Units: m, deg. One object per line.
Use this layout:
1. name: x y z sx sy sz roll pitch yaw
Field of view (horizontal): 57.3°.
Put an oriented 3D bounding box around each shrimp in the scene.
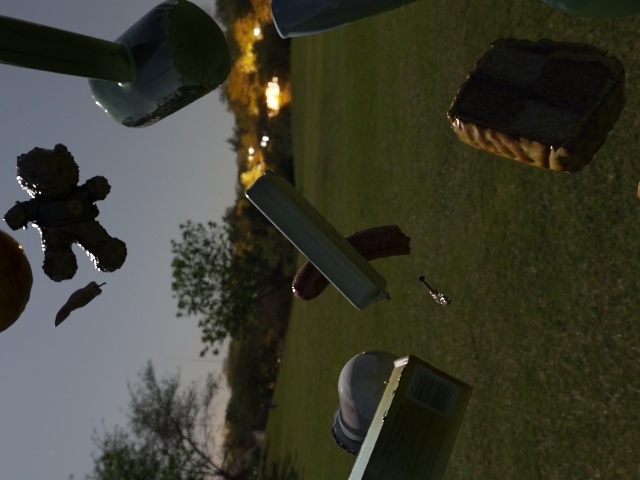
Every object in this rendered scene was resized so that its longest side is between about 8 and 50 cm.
1. shrimp: 0.241 0.108 1.246 0.023 0.083 0.114 -44 10 0

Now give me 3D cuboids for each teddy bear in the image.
1. teddy bear: -0.459 -0.042 1.043 0.129 0.182 0.251 -23 87 64

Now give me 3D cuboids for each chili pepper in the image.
1. chili pepper: -0.568 0.141 1.375 0.153 0.041 0.050 -42 -33 -31

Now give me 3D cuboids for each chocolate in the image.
1. chocolate: 0.108 0.273 1.073 0.221 0.221 0.147 -104 4 -73

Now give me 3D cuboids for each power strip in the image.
1. power strip: 0.000 0.000 0.876 0.046 0.270 0.118 -46 -9 10

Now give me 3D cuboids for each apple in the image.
1. apple: -0.588 0.072 1.016 0.195 0.160 0.173 -63 32 23

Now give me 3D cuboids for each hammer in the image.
1. hammer: -0.279 -0.219 0.675 0.206 0.335 0.119 -17 81 39

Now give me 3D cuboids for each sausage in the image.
1. sausage: 0.063 0.043 1.351 0.103 0.302 0.076 63 -169 -8

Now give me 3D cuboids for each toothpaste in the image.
1. toothpaste: 0.062 0.276 0.595 0.312 0.089 0.071 -63 4 -23

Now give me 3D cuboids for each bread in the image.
1. bread: 0.313 -0.201 0.858 0.181 0.222 0.096 -59 -36 -7

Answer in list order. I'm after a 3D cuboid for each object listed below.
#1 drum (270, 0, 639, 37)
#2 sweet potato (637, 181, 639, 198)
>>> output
1. drum: 0.098 -0.184 0.343 0.049 0.253 0.130 57 -142 -63
2. sweet potato: 0.694 -0.130 1.211 0.055 0.058 0.202 66 -172 29
